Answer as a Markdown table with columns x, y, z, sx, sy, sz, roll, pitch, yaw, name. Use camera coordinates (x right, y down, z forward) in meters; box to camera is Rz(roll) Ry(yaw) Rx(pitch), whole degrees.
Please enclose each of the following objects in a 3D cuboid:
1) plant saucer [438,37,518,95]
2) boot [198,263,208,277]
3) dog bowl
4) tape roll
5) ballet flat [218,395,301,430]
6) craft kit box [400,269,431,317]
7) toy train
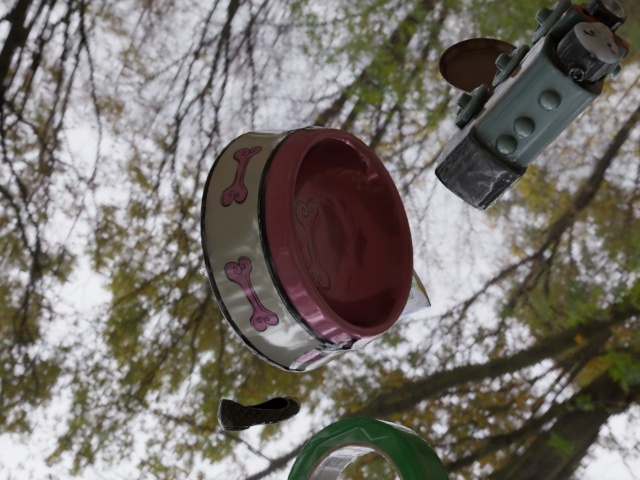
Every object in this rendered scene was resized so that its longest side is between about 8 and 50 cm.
| x | y | z | sx | sy | sz | roll | pitch | yaw | name |
| --- | --- | --- | --- | --- | --- | --- | --- | --- | --- |
| 0.308 | -0.322 | 1.789 | 0.169 | 0.029 | 0.168 | -2 | -130 | 3 | plant saucer |
| -0.119 | 0.047 | 1.753 | 0.112 | 0.305 | 0.115 | -44 | -73 | -37 | boot |
| 0.000 | 0.000 | 1.522 | 0.408 | 0.150 | 0.407 | 24 | -120 | -49 | dog bowl |
| 0.075 | 0.466 | 1.609 | 0.077 | 0.321 | 0.321 | 24 | -155 | -45 | tape roll |
| -0.088 | 0.259 | 1.460 | 0.058 | 0.049 | 0.173 | -1 | 180 | 38 | ballet flat |
| 0.073 | 0.106 | 1.881 | 0.246 | 0.250 | 0.061 | 55 | -164 | -60 | craft kit box |
| 0.289 | -0.187 | 1.300 | 0.142 | 0.334 | 0.190 | 37 | -141 | -7 | toy train |
